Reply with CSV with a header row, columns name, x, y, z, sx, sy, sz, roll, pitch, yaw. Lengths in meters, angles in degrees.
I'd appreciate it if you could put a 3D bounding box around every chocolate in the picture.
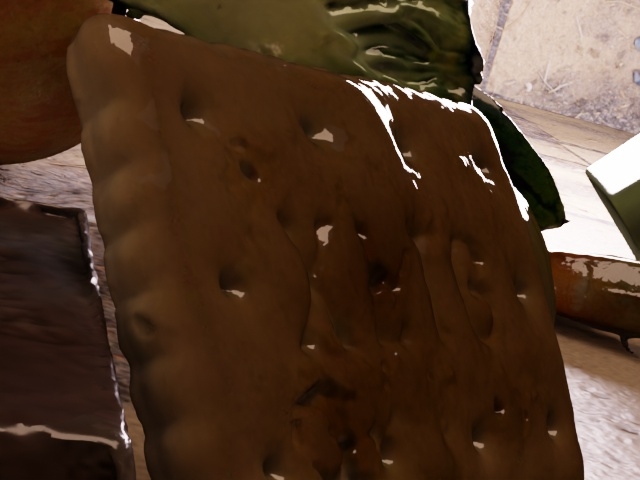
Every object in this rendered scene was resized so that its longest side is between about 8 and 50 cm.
name,x,y,z,sx,sy,sz,roll,pitch,yaw
chocolate,-0.117,0.063,0.536,0.111,0.112,0.321,11,12,-12

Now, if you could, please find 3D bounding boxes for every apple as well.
name,x,y,z,sx,sy,sz,roll,pitch,yaw
apple,-0.240,-0.161,1.215,0.187,0.211,0.211,-18,29,-32

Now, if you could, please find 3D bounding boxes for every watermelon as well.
name,x,y,z,sx,sy,sz,roll,pitch,yaw
watermelon,0.054,-0.078,1.255,0.301,0.123,0.129,23,-12,39

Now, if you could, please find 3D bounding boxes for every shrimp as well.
name,x,y,z,sx,sy,sz,roll,pitch,yaw
shrimp,0.234,0.047,1.227,0.248,0.068,0.150,16,5,30

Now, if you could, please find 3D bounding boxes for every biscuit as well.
name,x,y,z,sx,sy,sz,roll,pitch,yaw
biscuit,0.022,0.024,0.678,0.044,0.217,0.325,-18,-12,29

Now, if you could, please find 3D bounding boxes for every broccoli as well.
name,x,y,z,sx,sy,sz,roll,pitch,yaw
broccoli,-0.035,-0.130,1.112,0.273,0.243,0.180,19,-9,-6

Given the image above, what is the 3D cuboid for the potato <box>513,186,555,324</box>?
name,x,y,z,sx,sy,sz,roll,pitch,yaw
potato,0.053,0.025,0.913,0.154,0.137,0.200,-16,10,7

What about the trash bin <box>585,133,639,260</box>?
name,x,y,z,sx,sy,sz,roll,pitch,yaw
trash bin,0.415,-0.075,1.368,0.158,0.343,0.223,57,7,-9
